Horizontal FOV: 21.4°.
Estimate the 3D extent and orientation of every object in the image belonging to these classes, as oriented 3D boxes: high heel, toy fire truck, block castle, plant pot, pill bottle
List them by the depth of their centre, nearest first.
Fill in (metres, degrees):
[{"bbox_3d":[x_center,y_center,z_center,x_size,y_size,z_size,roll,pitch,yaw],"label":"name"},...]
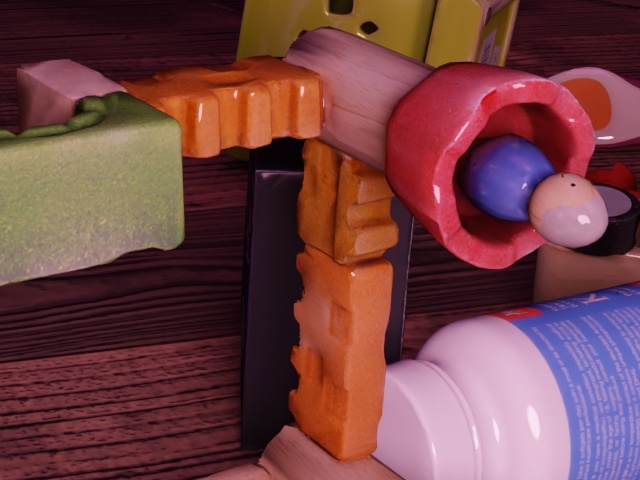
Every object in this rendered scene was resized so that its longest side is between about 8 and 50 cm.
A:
[{"bbox_3d":[-0.102,0.090,0.682,0.453,0.303,0.213,-11,26,-32],"label":"block castle"},{"bbox_3d":[0.126,0.096,0.953,0.221,0.124,0.124,-9,24,-33],"label":"pill bottle"},{"bbox_3d":[0.270,0.001,1.243,0.217,0.159,0.246,6,31,8],"label":"toy fire truck"},{"bbox_3d":[0.059,-0.180,1.560,0.207,0.228,0.227,17,23,14],"label":"plant pot"},{"bbox_3d":[0.315,-0.128,1.695,0.244,0.082,0.117,-8,-9,5],"label":"high heel"}]

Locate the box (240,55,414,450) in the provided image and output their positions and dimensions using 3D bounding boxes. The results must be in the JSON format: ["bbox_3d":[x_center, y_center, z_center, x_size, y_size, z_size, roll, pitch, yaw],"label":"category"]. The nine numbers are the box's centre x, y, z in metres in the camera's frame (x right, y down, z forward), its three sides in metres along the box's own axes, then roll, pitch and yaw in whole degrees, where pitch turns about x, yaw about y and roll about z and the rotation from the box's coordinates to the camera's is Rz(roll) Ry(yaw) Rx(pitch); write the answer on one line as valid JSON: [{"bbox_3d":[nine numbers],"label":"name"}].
[{"bbox_3d":[0.000,0.000,1.108,0.103,0.184,0.261,0,20,-2],"label":"box"}]
